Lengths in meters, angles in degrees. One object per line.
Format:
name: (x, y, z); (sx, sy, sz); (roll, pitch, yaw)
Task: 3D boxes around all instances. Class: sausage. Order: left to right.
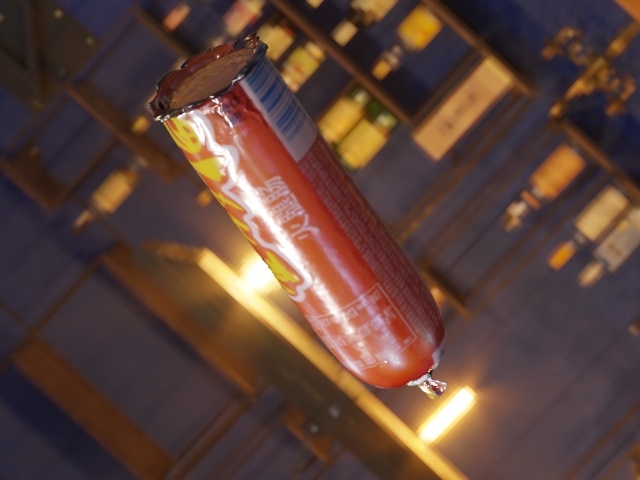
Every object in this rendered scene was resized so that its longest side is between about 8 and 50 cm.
sausage: (0.000, 0.000, 0.551); (0.050, 0.048, 0.145); (-9, 125, 47)
